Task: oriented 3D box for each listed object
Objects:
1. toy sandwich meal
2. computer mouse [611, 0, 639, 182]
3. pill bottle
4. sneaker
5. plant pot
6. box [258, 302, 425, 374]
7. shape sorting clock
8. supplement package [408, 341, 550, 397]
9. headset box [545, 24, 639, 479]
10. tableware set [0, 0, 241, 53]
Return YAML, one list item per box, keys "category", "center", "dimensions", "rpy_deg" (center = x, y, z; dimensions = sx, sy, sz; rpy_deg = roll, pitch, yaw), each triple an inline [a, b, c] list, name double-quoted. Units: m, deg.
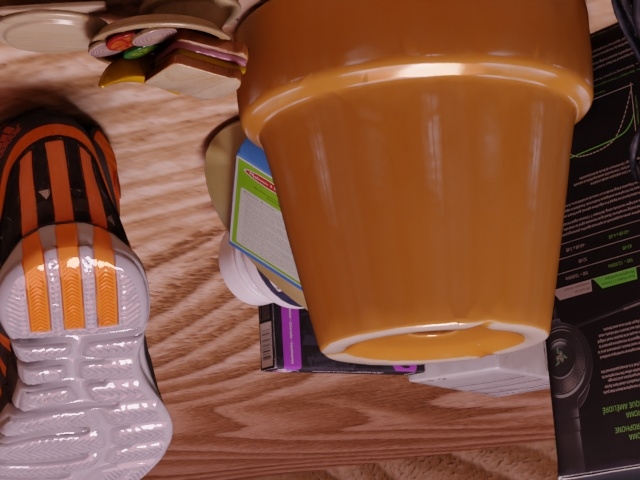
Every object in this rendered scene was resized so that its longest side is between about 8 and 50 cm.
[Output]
- category: "toy sandwich meal"
  center: [-0.082, -0.095, 0.897]
  dimensions: [0.086, 0.029, 0.085]
  rpy_deg: [-3, 168, -1]
- category: "computer mouse"
  center: [0.291, -0.087, 0.843]
  dimensions: [0.272, 0.188, 0.072]
  rpy_deg: [-11, -160, 1]
- category: "pill bottle"
  center: [0.000, 0.000, 1.272]
  dimensions: [0.094, 0.094, 0.169]
  rpy_deg: [7, 163, -40]
- category: "sneaker"
  center: [-0.169, 0.039, 1.147]
  dimensions: [0.125, 0.180, 0.321]
  rpy_deg: [-2, 140, -14]
- category: "plant pot"
  center: [0.058, -0.031, 0.951]
  dimensions: [0.205, 0.187, 0.205]
  rpy_deg: [-4, 167, -1]
- category: "box"
  center: [0.019, 0.060, 1.486]
  dimensions: [0.162, 0.116, 0.029]
  rpy_deg: [5, 166, -32]
- category: "shape sorting clock"
  center: [0.008, -0.005, 1.147]
  dimensions: [0.206, 0.040, 0.206]
  rpy_deg: [30, 153, 17]
- category: "supplement package"
  center: [0.175, 0.095, 1.701]
  dimensions: [0.105, 0.105, 0.179]
  rpy_deg: [-13, 165, 32]
- category: "headset box"
  center: [0.266, 0.024, 1.044]
  dimensions: [0.246, 0.283, 0.131]
  rpy_deg: [5, 164, -36]
- category: "tableware set"
  center: [-0.102, -0.128, 0.865]
  dimensions: [0.141, 0.020, 0.168]
  rpy_deg: [-1, 168, -8]
